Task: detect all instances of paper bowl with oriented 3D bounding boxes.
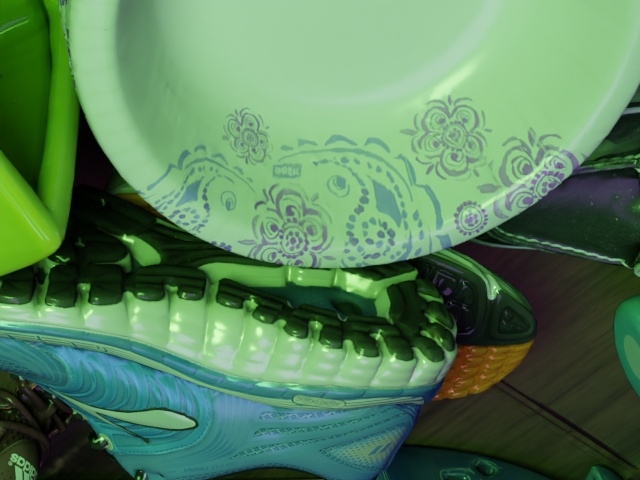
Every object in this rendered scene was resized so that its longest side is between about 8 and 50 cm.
[{"bbox_3d":[0.013,-0.138,0.865,0.284,0.148,0.284,-7,129,-9],"label":"paper bowl"}]

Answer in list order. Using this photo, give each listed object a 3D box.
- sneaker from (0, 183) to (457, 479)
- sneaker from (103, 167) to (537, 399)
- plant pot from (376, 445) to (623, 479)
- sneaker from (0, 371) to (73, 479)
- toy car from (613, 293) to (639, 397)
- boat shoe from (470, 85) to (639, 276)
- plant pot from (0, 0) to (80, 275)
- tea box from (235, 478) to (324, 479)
[{"bbox_3d":[-0.105,0.065,0.911,0.330,0.130,0.147,14,120,-4],"label":"sneaker"},{"bbox_3d":[0.000,0.000,1.012,0.262,0.121,0.099,19,122,-9],"label":"sneaker"},{"bbox_3d":[0.133,0.297,1.243,0.212,0.236,0.236,1,132,-17],"label":"plant pot"},{"bbox_3d":[-0.148,0.096,1.055,0.281,0.163,0.106,-16,133,6],"label":"sneaker"},{"bbox_3d":[0.303,0.117,1.167,0.219,0.210,0.238,-17,162,-12],"label":"toy car"},{"bbox_3d":[0.222,-0.023,1.044,0.306,0.105,0.113,-1,132,-8],"label":"boat shoe"},{"bbox_3d":[-0.254,-0.093,0.807,0.207,0.228,0.227,-25,124,11],"label":"plant pot"},{"bbox_3d":[-0.154,0.347,1.245,0.329,0.220,0.324,0,132,-9],"label":"tea box"}]
